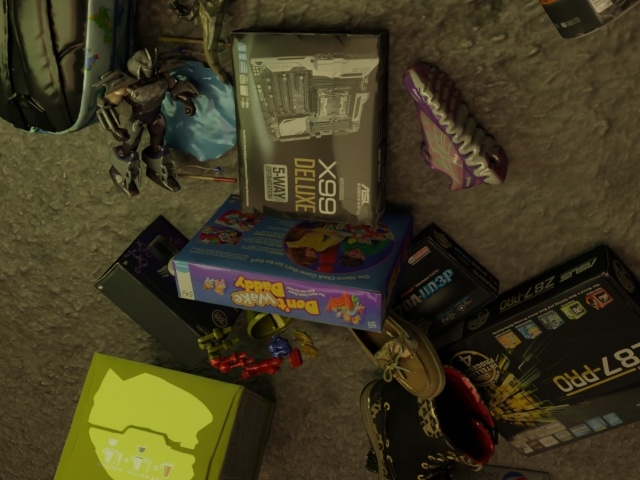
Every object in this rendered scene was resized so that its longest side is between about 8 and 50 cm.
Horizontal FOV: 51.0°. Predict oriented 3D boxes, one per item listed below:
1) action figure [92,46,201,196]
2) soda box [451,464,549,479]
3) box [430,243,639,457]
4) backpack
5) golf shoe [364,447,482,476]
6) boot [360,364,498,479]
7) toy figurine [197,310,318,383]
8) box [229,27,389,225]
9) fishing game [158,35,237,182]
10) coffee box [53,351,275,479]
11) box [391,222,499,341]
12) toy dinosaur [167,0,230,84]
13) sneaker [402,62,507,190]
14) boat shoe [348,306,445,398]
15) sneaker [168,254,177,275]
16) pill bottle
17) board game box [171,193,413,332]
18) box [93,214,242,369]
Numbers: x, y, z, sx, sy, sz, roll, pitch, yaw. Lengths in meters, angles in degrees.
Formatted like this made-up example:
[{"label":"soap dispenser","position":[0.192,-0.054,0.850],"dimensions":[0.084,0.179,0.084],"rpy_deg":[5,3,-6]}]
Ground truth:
[{"label":"action figure","position":[-0.291,-0.202,1.130],"dimensions":[0.099,0.185,0.285],"rpy_deg":[49,145,27]},{"label":"soda box","position":[0.399,0.558,1.506],"dimensions":[0.216,0.074,0.069],"rpy_deg":[1,123,19]},{"label":"box","position":[0.443,0.221,1.241],"dimensions":[0.318,0.097,0.395],"rpy_deg":[44,128,-15]},{"label":"backpack","position":[-0.431,-0.347,1.086],"dimensions":[0.290,0.273,0.355],"rpy_deg":[10,105,10]},{"label":"golf shoe","position":[0.230,0.500,1.512],"dimensions":[0.273,0.105,0.120],"rpy_deg":[-19,122,30]},{"label":"boot","position":[0.227,0.426,1.294],"dimensions":[0.284,0.138,0.377],"rpy_deg":[-44,60,58]},{"label":"toy figurine","position":[-0.136,0.117,1.291],"dimensions":[0.191,0.217,0.362],"rpy_deg":[-17,155,0]},{"label":"box","position":[-0.015,-0.186,1.101],"dimensions":[0.243,0.076,0.307],"rpy_deg":[7,114,16]},{"label":"fishing game","position":[-0.224,-0.232,1.204],"dimensions":[0.189,0.041,0.264],"rpy_deg":[5,117,16]},{"label":"coffee box","position":[-0.324,0.463,1.455],"dimensions":[0.338,0.338,0.334],"rpy_deg":[10,163,12]},{"label":"box","position":[0.196,0.093,1.269],"dimensions":[0.175,0.051,0.220],"rpy_deg":[41,127,-10]},{"label":"toy dinosaur","position":[-0.186,-0.385,1.062],"dimensions":[0.118,0.064,0.268],"rpy_deg":[21,126,10]},{"label":"sneaker","position":[0.194,-0.168,1.067],"dimensions":[0.105,0.095,0.236],"rpy_deg":[-25,114,40]},{"label":"boat shoe","position":[0.107,0.172,1.209],"dimensions":[0.285,0.089,0.104],"rpy_deg":[48,123,26]},{"label":"sneaker","position":[-0.228,0.055,1.351],"dimensions":[0.158,0.061,0.065],"rpy_deg":[-10,146,-24]},{"label":"pill bottle","position":[0.302,-0.390,0.844],"dimensions":[0.130,0.130,0.245],"rpy_deg":[-29,109,33]},{"label":"board game box","position":[-0.038,0.026,1.135],"dimensions":[0.347,0.233,0.078],"rpy_deg":[8,124,17]},{"label":"box","position":[-0.295,0.105,1.372],"dimensions":[0.261,0.184,0.103],"rpy_deg":[44,127,-14]}]
